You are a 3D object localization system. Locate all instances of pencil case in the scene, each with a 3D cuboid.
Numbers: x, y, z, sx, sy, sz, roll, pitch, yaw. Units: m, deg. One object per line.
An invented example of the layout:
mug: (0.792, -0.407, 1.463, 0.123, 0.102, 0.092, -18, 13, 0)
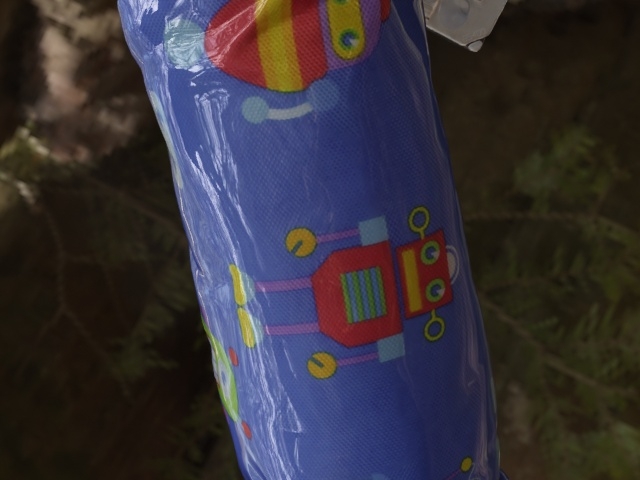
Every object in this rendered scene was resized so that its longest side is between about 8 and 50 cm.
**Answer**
pencil case: (0.000, 0.000, 0.651, 0.119, 0.133, 0.306, -18, -67, -15)

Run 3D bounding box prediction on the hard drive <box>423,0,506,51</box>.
hard drive: (0.042, -0.317, 1.259, 0.339, 0.064, 0.237, 24, -82, -33)
